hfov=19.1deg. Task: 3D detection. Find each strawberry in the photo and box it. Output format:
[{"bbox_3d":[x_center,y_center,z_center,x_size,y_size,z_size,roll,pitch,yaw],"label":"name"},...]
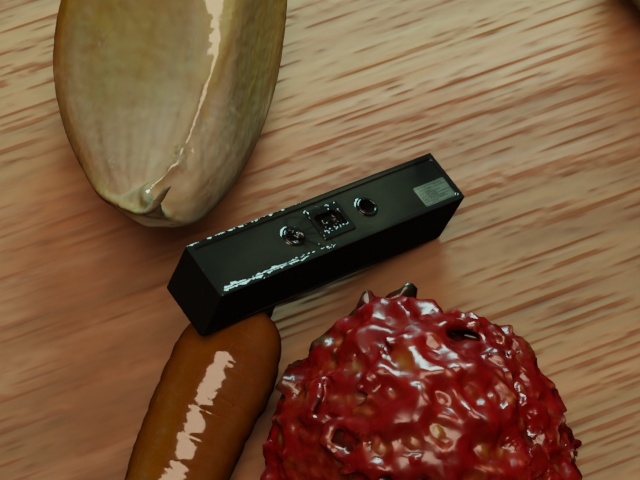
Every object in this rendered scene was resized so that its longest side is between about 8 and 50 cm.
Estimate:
[{"bbox_3d":[0.079,0.131,1.096,0.190,0.111,0.236,-38,72,-16],"label":"strawberry"}]

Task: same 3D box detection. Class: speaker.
[{"bbox_3d":[0.000,0.000,1.147,0.191,0.046,0.040,-22,66,-34],"label":"speaker"}]

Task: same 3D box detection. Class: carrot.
[{"bbox_3d":[-0.096,0.163,1.111,0.069,0.069,0.336,21,72,9],"label":"carrot"}]

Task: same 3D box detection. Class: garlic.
[{"bbox_3d":[-0.090,-0.115,1.175,0.145,0.164,0.245,12,72,-13],"label":"garlic"}]

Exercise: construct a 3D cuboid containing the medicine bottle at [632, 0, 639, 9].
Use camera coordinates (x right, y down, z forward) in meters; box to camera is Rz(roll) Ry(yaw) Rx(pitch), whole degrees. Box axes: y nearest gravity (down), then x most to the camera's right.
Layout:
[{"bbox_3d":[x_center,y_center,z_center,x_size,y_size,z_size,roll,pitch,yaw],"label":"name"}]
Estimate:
[{"bbox_3d":[0.284,-0.144,1.208,0.114,0.114,0.252,-36,72,-13],"label":"medicine bottle"}]
